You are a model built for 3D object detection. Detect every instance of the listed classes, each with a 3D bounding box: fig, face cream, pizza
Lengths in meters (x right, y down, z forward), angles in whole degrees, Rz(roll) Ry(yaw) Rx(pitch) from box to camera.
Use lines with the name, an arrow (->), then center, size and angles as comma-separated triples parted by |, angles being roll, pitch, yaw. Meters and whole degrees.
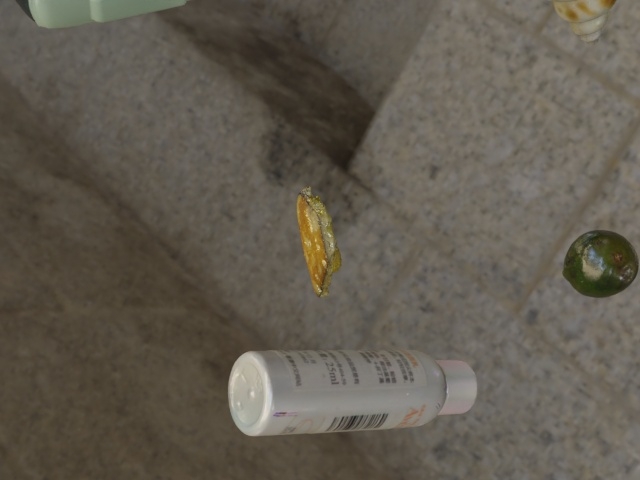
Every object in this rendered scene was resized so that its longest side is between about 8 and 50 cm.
fig -> 0.454, 0.051, 1.883 | 0.117, 0.177, 0.117 | 7, 67, -18
face cream -> 0.042, 0.148, 1.107 | 0.269, 0.082, 0.082 | 4, 31, -33
pizza -> 0.001, 0.000, 1.576 | 0.035, 0.160, 0.099 | -13, 1, -21

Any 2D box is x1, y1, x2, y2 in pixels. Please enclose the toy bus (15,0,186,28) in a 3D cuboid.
toy bus -> -0.254, -0.351, 1.350 | 0.271, 0.133, 0.165 | -16, 77, -13

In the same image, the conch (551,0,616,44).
conch -> 0.263, -0.345, 1.201 | 0.182, 0.275, 0.149 | -13, 6, 16
